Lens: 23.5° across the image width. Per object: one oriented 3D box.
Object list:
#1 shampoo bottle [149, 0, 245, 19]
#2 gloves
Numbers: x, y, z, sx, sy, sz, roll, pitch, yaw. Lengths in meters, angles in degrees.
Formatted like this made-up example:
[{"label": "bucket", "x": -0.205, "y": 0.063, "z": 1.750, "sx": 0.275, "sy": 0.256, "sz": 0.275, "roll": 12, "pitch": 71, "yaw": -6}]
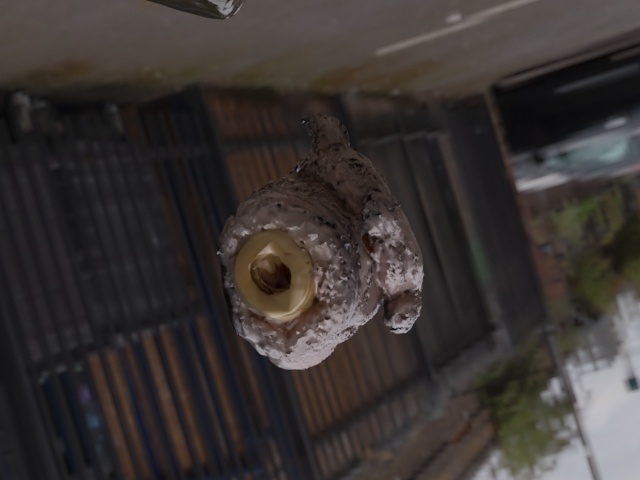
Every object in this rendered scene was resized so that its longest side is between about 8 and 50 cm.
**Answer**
[{"label": "shampoo bottle", "x": -0.178, "y": -0.205, "z": 0.664, "sx": 0.350, "sy": 0.125, "sz": 0.084, "roll": 26, "pitch": 180, "yaw": -2}, {"label": "gloves", "x": 0.001, "y": 0.009, "z": 0.750, "sx": 0.094, "sy": 0.110, "sz": 0.144, "roll": -14, "pitch": -158, "yaw": 18}]
